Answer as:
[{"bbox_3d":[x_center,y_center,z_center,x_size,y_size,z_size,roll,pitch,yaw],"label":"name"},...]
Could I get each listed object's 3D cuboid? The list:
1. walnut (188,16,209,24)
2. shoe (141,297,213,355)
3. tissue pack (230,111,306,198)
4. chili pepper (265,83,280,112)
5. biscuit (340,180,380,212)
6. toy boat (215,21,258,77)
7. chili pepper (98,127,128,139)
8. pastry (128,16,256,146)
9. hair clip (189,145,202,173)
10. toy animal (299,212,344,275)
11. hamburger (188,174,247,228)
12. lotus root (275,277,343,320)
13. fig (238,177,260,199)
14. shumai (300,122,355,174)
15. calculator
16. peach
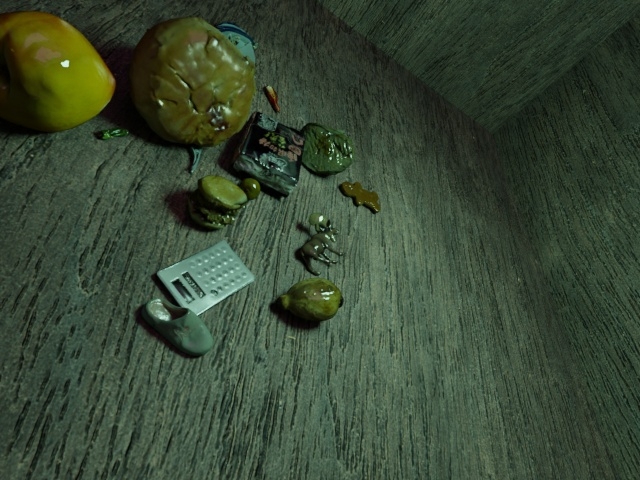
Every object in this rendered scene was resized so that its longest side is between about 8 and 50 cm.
[{"bbox_3d":[-0.486,-0.789,1.740,0.155,0.155,0.184,44,39,-3],"label":"walnut"},{"bbox_3d":[-0.341,0.202,1.083,0.195,0.078,0.079,37,39,-7],"label":"shoe"},{"bbox_3d":[-0.187,-0.325,1.643,0.245,0.123,0.332,25,40,-17],"label":"tissue pack"},{"bbox_3d":[-0.204,-0.614,1.941,0.045,0.027,0.178,-4,60,-39],"label":"chili pepper"},{"bbox_3d":[0.170,-0.197,1.923,0.205,0.031,0.138,21,45,-29],"label":"biscuit"},{"bbox_3d":[-0.350,-0.841,1.977,0.221,0.067,0.290,-1,61,-44],"label":"toy boat"},{"bbox_3d":[-0.616,-0.316,1.316,0.091,0.034,0.030,-29,112,-51],"label":"chili pepper"},{"bbox_3d":[-0.402,-0.497,1.414,0.410,0.409,0.245,-1,30,-43],"label":"pastry"},{"bbox_3d":[-0.415,-0.266,1.453,0.039,0.030,0.115,9,47,-13],"label":"hair clip"},{"bbox_3d":[0.000,0.000,1.554,0.186,0.093,0.214,46,46,12],"label":"toy animal"},{"bbox_3d":[-0.313,-0.117,1.346,0.159,0.131,0.185,45,31,12],"label":"hamburger"},{"bbox_3d":[-0.029,0.182,1.354,0.214,0.138,0.138,-4,60,-31],"label":"lotus root"},{"bbox_3d":[-0.237,-0.177,1.507,0.074,0.074,0.088,40,24,-8],"label":"fig"},{"bbox_3d":[0.031,-0.382,1.874,0.256,0.189,0.218,33,20,8],"label":"shumai"},{"bbox_3d":[-0.314,0.103,1.235,0.161,0.021,0.262,51,38,5],"label":"calculator"},{"bbox_3d":[-0.702,-0.421,1.133,0.289,0.289,0.308,42,22,-6],"label":"peach"}]
